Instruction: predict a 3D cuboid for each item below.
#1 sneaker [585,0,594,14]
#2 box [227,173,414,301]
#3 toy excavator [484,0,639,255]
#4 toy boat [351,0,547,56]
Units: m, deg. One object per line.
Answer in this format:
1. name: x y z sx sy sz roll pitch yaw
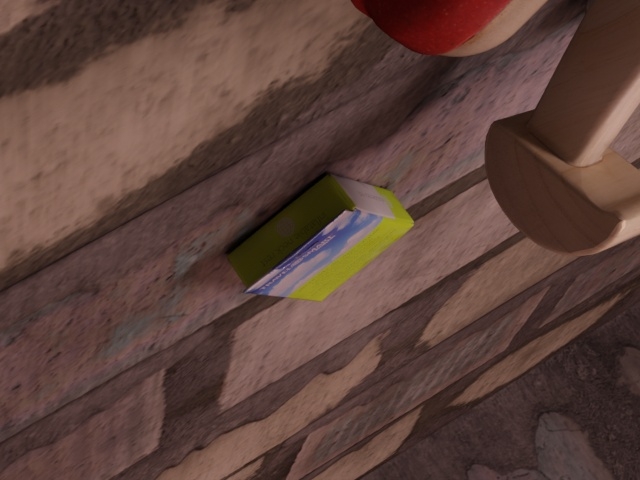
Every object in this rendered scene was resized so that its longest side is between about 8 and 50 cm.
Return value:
1. sneaker: 0.331 -0.207 1.318 0.226 0.086 0.163 -23 177 -38
2. box: 0.000 0.000 1.383 0.109 0.042 0.178 -39 165 13
3. toy excavator: 0.316 -0.171 1.108 0.222 0.445 0.433 -19 117 -44
4. toy boat: 0.062 -0.199 0.767 0.151 0.151 0.231 15 135 -34
